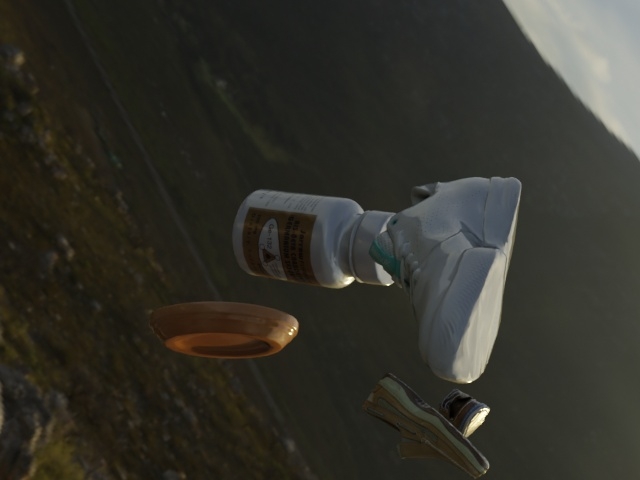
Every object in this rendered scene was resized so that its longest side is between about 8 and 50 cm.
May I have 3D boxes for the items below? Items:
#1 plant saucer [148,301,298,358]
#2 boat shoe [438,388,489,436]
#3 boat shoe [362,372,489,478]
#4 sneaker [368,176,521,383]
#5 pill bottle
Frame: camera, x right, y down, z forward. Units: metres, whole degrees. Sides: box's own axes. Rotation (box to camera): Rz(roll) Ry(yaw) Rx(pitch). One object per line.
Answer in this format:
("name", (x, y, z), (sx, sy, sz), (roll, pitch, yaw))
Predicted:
("plant saucer", (-0.129, 0.124, 1.320), (0.200, 0.200, 0.037), (41, 47, -62))
("boat shoe", (0.221, 0.275, 1.578), (0.066, 0.066, 0.183), (44, -10, 16))
("boat shoe", (0.123, 0.242, 1.216), (0.190, 0.072, 0.068), (35, -11, 47))
("sneaker", (0.074, 0.019, 0.645), (0.212, 0.094, 0.080), (-58, 153, -60))
("pill bottle", (0.000, 0.000, 1.423), (0.131, 0.229, 0.131), (-21, 115, -57))
